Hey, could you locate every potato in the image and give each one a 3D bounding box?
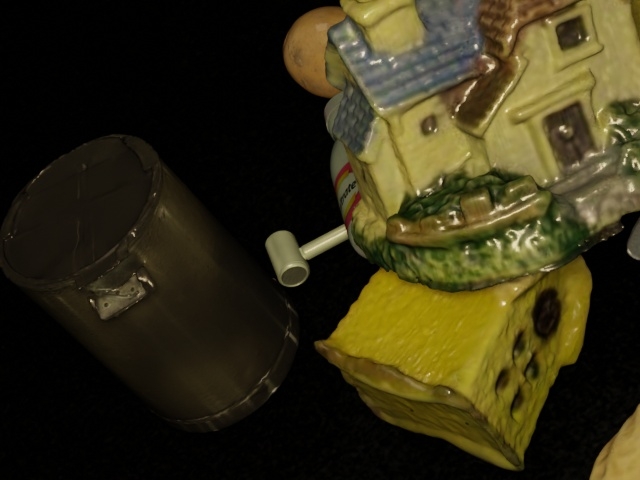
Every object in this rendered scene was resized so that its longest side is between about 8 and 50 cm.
[{"bbox_3d":[0.017,-0.233,1.883,0.147,0.112,0.112,6,60,28],"label":"potato"}]

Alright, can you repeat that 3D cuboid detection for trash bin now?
[{"bbox_3d":[-0.180,0.047,1.647,0.203,0.301,0.252,-37,45,3],"label":"trash bin"}]

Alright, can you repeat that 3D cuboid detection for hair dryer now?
[{"bbox_3d":[0.000,0.000,1.760,0.124,0.038,0.063,-28,45,3],"label":"hair dryer"}]

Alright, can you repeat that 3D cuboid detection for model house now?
[{"bbox_3d":[0.161,-0.142,1.445,0.321,0.266,0.261,-26,25,-10],"label":"model house"},{"bbox_3d":[0.141,0.072,1.506,0.193,0.175,0.234,14,70,43],"label":"model house"}]

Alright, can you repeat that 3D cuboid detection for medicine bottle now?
[{"bbox_3d":[0.056,-0.079,1.743,0.090,0.090,0.216,-27,45,12],"label":"medicine bottle"}]

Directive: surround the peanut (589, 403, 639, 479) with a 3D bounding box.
[{"bbox_3d":[0.279,0.252,1.321,0.125,0.111,0.274,-3,54,37],"label":"peanut"}]

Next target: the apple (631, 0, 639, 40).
[{"bbox_3d":[0.339,-0.341,1.634,0.319,0.277,0.319,-18,46,20],"label":"apple"}]

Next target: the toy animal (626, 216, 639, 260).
[{"bbox_3d":[0.424,-0.046,1.492,0.239,0.176,0.255,1,91,38],"label":"toy animal"}]
